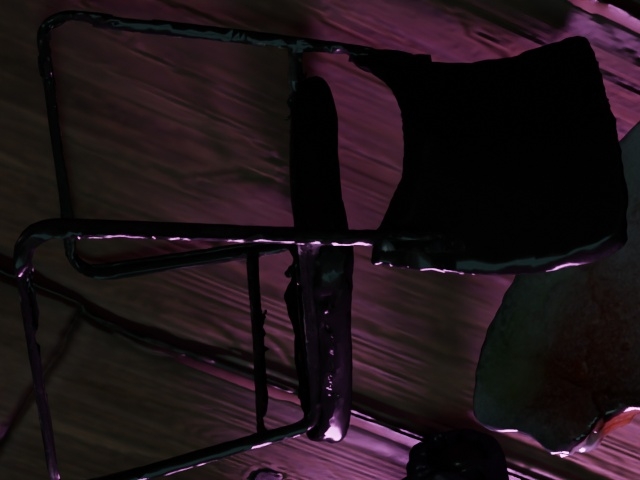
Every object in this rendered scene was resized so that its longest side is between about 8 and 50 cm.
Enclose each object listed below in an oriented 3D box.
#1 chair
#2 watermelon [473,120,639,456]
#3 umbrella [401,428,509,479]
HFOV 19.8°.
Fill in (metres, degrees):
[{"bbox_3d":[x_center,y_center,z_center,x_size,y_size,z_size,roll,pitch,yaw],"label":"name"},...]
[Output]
[{"bbox_3d":[0.000,0.000,0.723,0.221,0.140,0.145,-3,134,-2],"label":"chair"},{"bbox_3d":[0.241,0.056,0.713,0.320,0.214,0.289,-31,126,10],"label":"watermelon"},{"bbox_3d":[0.057,0.195,0.928,0.071,0.071,0.248,2,132,-1],"label":"umbrella"}]
